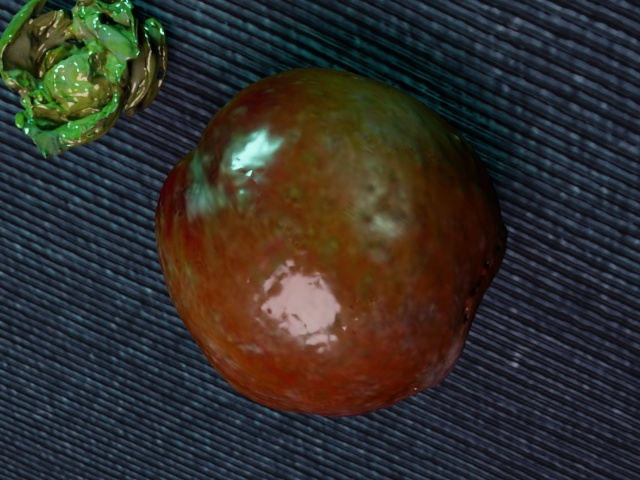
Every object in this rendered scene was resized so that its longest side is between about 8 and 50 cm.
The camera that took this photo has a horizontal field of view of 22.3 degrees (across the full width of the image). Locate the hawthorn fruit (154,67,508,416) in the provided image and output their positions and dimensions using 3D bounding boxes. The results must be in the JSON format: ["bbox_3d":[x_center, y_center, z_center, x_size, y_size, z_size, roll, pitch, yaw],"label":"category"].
[{"bbox_3d":[0.000,0.000,0.796,0.173,0.173,0.173,9,136,9],"label":"hawthorn fruit"}]

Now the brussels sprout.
[{"bbox_3d":[-0.117,-0.088,0.827,0.085,0.058,0.085,3,101,17],"label":"brussels sprout"}]
